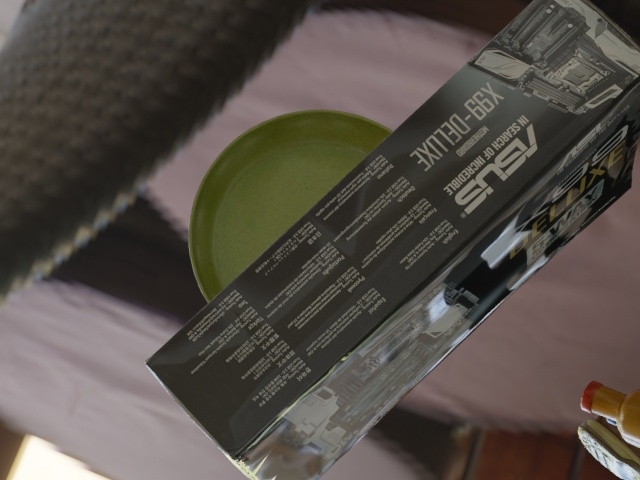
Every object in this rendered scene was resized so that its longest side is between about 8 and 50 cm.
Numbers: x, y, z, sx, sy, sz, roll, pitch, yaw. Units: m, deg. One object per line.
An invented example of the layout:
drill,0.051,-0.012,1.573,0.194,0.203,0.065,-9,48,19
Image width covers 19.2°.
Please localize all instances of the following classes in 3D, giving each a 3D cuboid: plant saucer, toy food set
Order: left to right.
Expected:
plant saucer,0.000,0.000,1.730,0.241,0.241,0.037,20,165,1
toy food set,0.303,0.104,1.502,0.104,0.232,0.111,22,137,27

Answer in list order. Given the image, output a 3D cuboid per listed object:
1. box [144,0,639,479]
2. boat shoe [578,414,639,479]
box,0.053,0.013,1.096,0.076,0.307,0.242,46,174,14
boat shoe,0.317,0.209,1.718,0.178,0.060,0.064,41,166,24
